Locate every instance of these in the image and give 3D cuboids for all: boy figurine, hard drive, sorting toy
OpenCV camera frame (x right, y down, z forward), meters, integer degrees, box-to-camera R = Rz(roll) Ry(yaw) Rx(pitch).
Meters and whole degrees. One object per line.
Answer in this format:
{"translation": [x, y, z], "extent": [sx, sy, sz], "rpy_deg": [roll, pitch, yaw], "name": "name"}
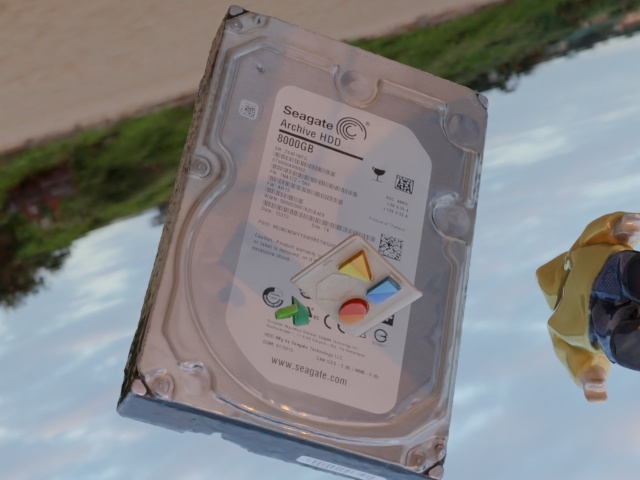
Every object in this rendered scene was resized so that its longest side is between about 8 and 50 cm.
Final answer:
{"translation": [0.265, 0.061, 1.128], "extent": [0.092, 0.177, 0.285], "rpy_deg": [10, 180, -4], "name": "boy figurine"}
{"translation": [0.000, 0.000, 0.931], "extent": [0.237, 0.339, 0.064], "rpy_deg": [19, 150, -13], "name": "hard drive"}
{"translation": [0.012, 0.036, 0.737], "extent": [0.083, 0.062, 0.012], "rpy_deg": [-36, -156, 31], "name": "sorting toy"}
